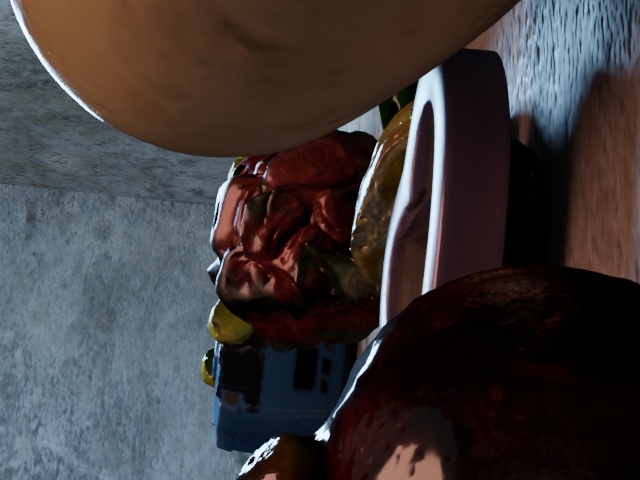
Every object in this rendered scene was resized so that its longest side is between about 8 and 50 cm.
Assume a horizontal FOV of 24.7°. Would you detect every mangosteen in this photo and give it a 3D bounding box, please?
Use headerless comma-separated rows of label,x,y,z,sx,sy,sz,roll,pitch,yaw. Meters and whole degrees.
mangosteen,0.049,0.078,0.393,0.152,0.152,0.152,-174,90,-86

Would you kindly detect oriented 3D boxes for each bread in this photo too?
bread,0.067,-0.033,0.870,0.157,0.083,0.094,101,-174,-62

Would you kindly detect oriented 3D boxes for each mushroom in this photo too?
mushroom,-0.047,-0.211,0.657,0.314,0.336,0.314,-44,4,4

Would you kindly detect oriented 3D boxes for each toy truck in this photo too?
toy truck,-0.041,0.046,1.654,0.161,0.162,0.385,102,174,-60

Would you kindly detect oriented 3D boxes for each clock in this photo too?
clock,0.073,0.011,0.735,0.172,0.064,0.198,-92,8,-49

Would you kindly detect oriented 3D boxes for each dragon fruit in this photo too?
dragon fruit,-0.002,-0.001,1.122,0.188,0.182,0.182,65,-153,-68

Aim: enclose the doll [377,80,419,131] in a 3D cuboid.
doll,0.047,-0.160,1.092,0.186,0.106,0.134,-100,-4,-76
